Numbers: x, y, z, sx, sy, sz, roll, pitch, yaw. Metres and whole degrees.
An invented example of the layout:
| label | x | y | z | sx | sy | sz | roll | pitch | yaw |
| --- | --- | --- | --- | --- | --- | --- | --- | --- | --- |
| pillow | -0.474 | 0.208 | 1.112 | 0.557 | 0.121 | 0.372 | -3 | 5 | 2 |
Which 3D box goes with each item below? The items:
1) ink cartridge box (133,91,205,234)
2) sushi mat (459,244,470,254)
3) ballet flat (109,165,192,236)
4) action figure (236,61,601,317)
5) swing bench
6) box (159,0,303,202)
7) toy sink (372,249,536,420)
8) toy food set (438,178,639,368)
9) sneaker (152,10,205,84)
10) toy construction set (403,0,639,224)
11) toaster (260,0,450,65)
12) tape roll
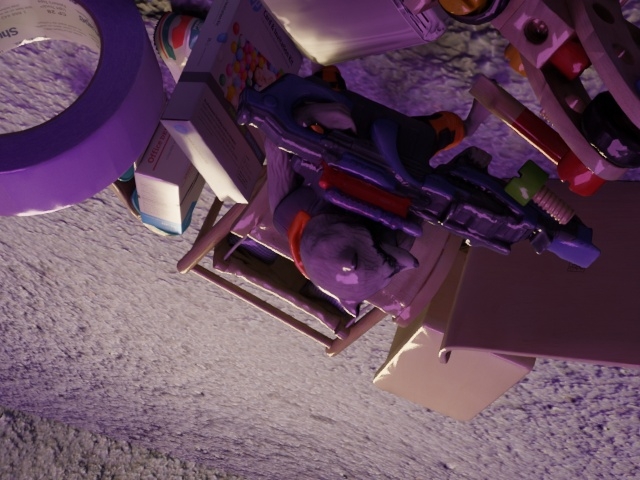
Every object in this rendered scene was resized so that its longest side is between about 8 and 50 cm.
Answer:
| label | x | y | z | sx | sy | sz | roll | pitch | yaw |
| --- | --- | --- | --- | --- | --- | --- | --- | --- | --- |
| ink cartridge box | -0.185 | -0.095 | 1.471 | 0.060 | 0.104 | 0.180 | 19 | 156 | 4 |
| sushi mat | 0.257 | 0.042 | 1.514 | 0.151 | 0.019 | 0.316 | 31 | 153 | -24 |
| ballet flat | -0.260 | -0.096 | 1.578 | 0.086 | 0.086 | 0.248 | 4 | 149 | 32 |
| action figure | 0.079 | -0.046 | 1.092 | 0.341 | 0.330 | 0.178 | 28 | 130 | -2 |
| swing bench | 0.000 | 0.000 | 1.452 | 0.253 | 0.165 | 0.255 | 30 | 153 | -18 |
| box | -0.084 | -0.153 | 1.176 | 0.038 | 0.186 | 0.145 | 5 | 151 | 25 |
| toy sink | 0.186 | 0.128 | 1.565 | 0.153 | 0.131 | 0.234 | 23 | 151 | -3 |
| toy food set | 0.290 | 0.050 | 1.264 | 0.306 | 0.219 | 0.092 | 3 | 150 | 33 |
| sneaker | -0.119 | -0.186 | 1.290 | 0.075 | 0.057 | 0.161 | 12 | 152 | 30 |
| toy construction set | 0.178 | -0.169 | 0.918 | 0.237 | 0.257 | 0.309 | 39 | 155 | 4 |
| toaster | 0.023 | -0.249 | 0.976 | 0.146 | 0.129 | 0.227 | -2 | 149 | 32 |
| tape roll | -0.308 | -0.164 | 1.221 | 0.275 | 0.274 | 0.090 | 15 | 155 | 13 |
